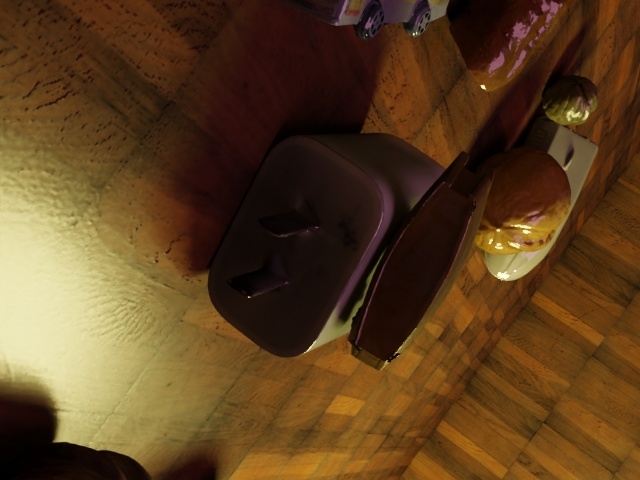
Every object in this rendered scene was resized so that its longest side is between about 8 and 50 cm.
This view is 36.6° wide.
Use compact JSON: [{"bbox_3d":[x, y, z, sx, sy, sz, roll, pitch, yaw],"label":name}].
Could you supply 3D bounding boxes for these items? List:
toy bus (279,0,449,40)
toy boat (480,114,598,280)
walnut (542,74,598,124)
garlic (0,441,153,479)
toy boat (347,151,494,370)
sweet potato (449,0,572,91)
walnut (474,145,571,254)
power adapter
[{"bbox_3d":[0.044,-0.196,0.722,0.190,0.064,0.075,-21,137,-59],"label":"toy bus"},{"bbox_3d":[0.346,-0.071,1.614,0.269,0.141,0.141,-60,161,15],"label":"toy boat"},{"bbox_3d":[0.392,-0.220,1.517,0.092,0.092,0.092,-47,161,-22],"label":"walnut"},{"bbox_3d":[-0.223,0.266,0.756,0.245,0.160,0.245,16,90,-82],"label":"garlic"},{"bbox_3d":[0.086,0.021,0.832,0.206,0.064,0.072,-61,175,18],"label":"toy boat"},{"bbox_3d":[0.214,-0.267,0.989,0.251,0.097,0.097,-58,162,-3],"label":"sweet potato"},{"bbox_3d":[0.292,-0.057,1.451,0.207,0.159,0.159,-37,156,-55],"label":"walnut"},{"bbox_3d":[0.000,0.000,0.872,0.255,0.124,0.187,-14,135,-62],"label":"power adapter"}]
